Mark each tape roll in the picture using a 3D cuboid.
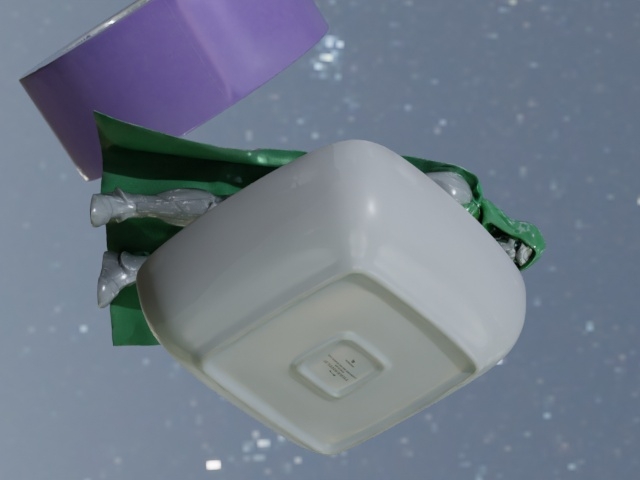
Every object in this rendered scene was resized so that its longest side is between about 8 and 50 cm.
[{"bbox_3d":[-0.094,-0.121,1.064,0.080,0.189,0.189,59,-22,-12],"label":"tape roll"}]

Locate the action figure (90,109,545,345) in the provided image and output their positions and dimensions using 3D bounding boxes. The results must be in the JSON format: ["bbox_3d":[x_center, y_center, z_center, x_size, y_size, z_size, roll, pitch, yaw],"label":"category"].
[{"bbox_3d":[0.000,0.000,0.856,0.063,0.232,0.137,-87,175,-60],"label":"action figure"}]

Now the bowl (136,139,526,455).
[{"bbox_3d":[0.007,0.035,0.710,0.142,0.142,0.053,-32,-142,24],"label":"bowl"}]
